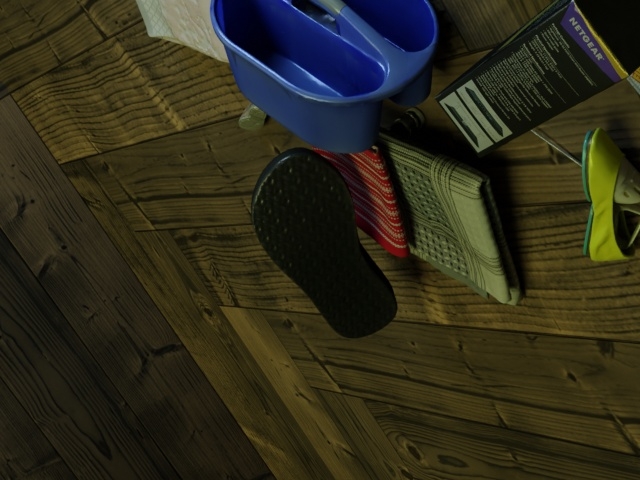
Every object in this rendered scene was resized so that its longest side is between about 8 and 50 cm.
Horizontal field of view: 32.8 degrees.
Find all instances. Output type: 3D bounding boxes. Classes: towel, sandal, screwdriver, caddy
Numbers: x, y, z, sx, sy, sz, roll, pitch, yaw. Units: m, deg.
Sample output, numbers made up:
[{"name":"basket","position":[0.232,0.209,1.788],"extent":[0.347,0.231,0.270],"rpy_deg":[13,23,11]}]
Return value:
[{"name":"towel","position":[-0.265,-0.480,1.874],"extent":[0.317,0.053,0.331],"rpy_deg":[25,141,49]},{"name":"sandal","position":[-0.002,0.002,1.837],"extent":[0.107,0.168,0.445],"rpy_deg":[-109,-6,-46]},{"name":"towel","position":[0.171,-0.041,1.728],"extent":[0.312,0.056,0.324],"rpy_deg":[29,158,39]},{"name":"screwdriver","position":[0.296,-0.146,1.470],"extent":[0.170,0.025,0.024],"rpy_deg":[34,152,14]},{"name":"caddy","position":[0.005,-0.283,1.501],"extent":[0.341,0.241,0.179],"rpy_deg":[37,157,26]},{"name":"towel","position":[0.055,-0.097,1.771],"extent":[0.199,0.031,0.275],"rpy_deg":[38,162,35]}]

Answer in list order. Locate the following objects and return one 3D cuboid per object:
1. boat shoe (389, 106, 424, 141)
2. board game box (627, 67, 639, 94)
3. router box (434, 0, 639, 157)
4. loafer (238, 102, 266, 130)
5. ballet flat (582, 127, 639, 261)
[{"name":"boat shoe","position":[0.126,-0.164,1.703],"extent":[0.046,0.038,0.125],"rpy_deg":[50,156,4]},{"name":"board game box","position":[0.408,-0.185,1.159],"extent":[0.194,0.060,0.194],"rpy_deg":[44,155,13]},{"name":"router box","position":[0.283,-0.223,1.019],"extent":[0.081,0.309,0.243],"rpy_deg":[52,157,-4]},{"name":"loafer","position":[-0.120,-0.241,2.033],"extent":[0.045,0.039,0.125],"rpy_deg":[20,163,-13]},{"name":"ballet flat","position":[0.380,-0.054,1.397],"extent":[0.077,0.077,0.231],"rpy_deg":[12,143,23]}]
